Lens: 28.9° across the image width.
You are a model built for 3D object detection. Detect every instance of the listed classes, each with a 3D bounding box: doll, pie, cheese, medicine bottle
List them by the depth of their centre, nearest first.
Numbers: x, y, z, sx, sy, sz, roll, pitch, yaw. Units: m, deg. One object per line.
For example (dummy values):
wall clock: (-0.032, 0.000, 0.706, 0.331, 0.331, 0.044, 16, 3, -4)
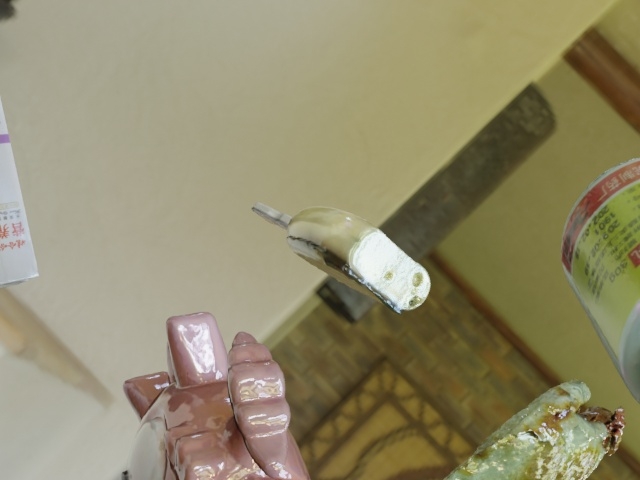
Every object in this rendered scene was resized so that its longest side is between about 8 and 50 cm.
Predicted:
doll: (-0.052, 0.145, 0.636, 0.262, 0.093, 0.211, 111, -34, -52)
medicine bottle: (0.256, 0.045, 0.837, 0.139, 0.139, 0.225, 52, 12, -27)
cheese: (0.000, 0.000, 1.212, 0.127, 0.054, 0.251, 39, -7, -33)
pie: (0.215, 0.268, 1.419, 0.105, 0.274, 0.257, 49, 15, 31)

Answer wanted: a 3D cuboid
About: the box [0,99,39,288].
box: (-0.208, -0.027, 0.743, 0.036, 0.050, 0.117, -16, -96, 54)
